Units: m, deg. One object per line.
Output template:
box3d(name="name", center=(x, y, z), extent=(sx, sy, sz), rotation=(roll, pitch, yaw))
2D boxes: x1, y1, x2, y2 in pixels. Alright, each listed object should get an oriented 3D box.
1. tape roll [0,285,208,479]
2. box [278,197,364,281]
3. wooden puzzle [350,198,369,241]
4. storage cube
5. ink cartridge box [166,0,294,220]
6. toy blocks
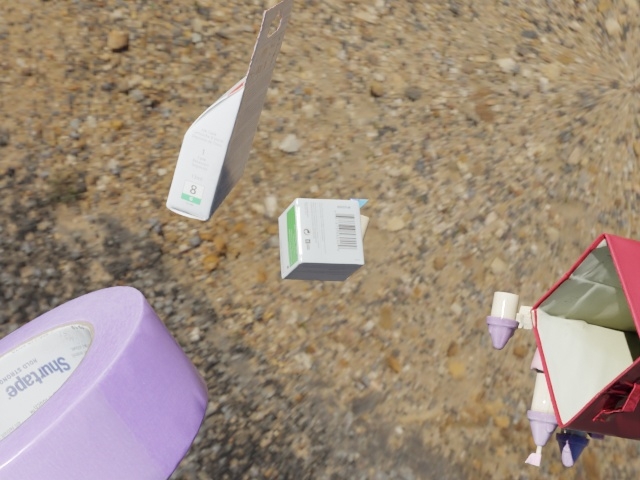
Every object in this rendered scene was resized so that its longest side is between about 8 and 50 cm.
box3d(name="tape roll", center=(-0.220, 0.152, 0.811), extent=(0.275, 0.275, 0.090), rotation=(-26, 110, 18))
box3d(name="box", center=(0.000, 0.000, 1.604), extent=(0.102, 0.087, 0.101), rotation=(2, 71, -19))
box3d(name="wooden puzzle", center=(0.035, -0.014, 1.765), extent=(0.078, 0.014, 0.116), rotation=(11, 91, 5))
box3d(name="storage cube", center=(0.413, 0.133, 1.414), extent=(0.193, 0.215, 0.183), rotation=(12, 137, -22))
box3d(name="ink cartridge box", center=(-0.093, -0.152, 1.170), extent=(0.056, 0.181, 0.224), rotation=(17, 110, 3))
box3d(name="toy blocks", center=(0.415, 0.239, 1.780), extent=(0.309, 0.288, 0.260), rotation=(3, 79, 46))
